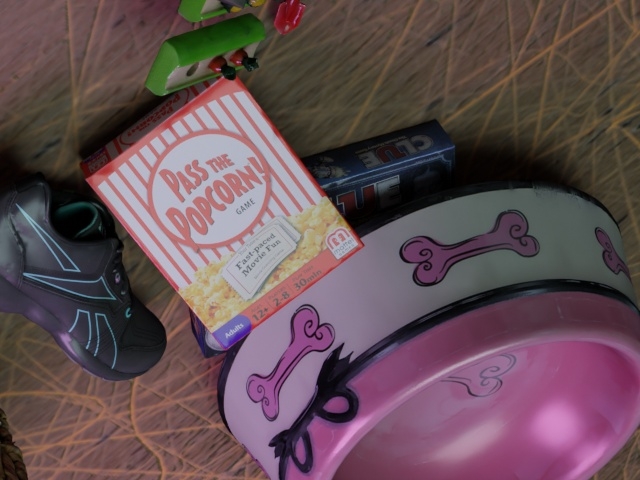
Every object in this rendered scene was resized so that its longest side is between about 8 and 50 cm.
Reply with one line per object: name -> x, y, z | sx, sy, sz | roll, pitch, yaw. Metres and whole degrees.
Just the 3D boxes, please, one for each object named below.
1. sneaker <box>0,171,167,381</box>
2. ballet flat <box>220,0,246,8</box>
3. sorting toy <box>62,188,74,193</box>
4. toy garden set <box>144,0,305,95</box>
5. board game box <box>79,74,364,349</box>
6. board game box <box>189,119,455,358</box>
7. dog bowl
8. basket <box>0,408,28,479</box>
sneaker -> -0.192, 0.032, 1.533 | 0.106, 0.101, 0.267 | -40, 143, 10
ballet flat -> -0.153, -0.230, 1.289 | 0.250, 0.084, 0.058 | 24, 95, 2
sorting toy -> -0.238, -0.017, 1.540 | 0.083, 0.012, 0.062 | -46, 134, 16
toy garden set -> -0.007, -0.216, 1.397 | 0.204, 0.049, 0.244 | -26, 152, -51
board game box -> -0.079, -0.028, 1.538 | 0.147, 0.045, 0.193 | -38, 114, 1
board game box -> 0.000, 0.000, 1.659 | 0.243, 0.042, 0.165 | -17, 134, -13
dog bowl -> 0.122, 0.136, 1.723 | 0.408, 0.150, 0.408 | -17, 145, -12
basket -> -0.403, 0.259, 1.558 | 0.223, 0.213, 0.299 | 16, 120, -38
